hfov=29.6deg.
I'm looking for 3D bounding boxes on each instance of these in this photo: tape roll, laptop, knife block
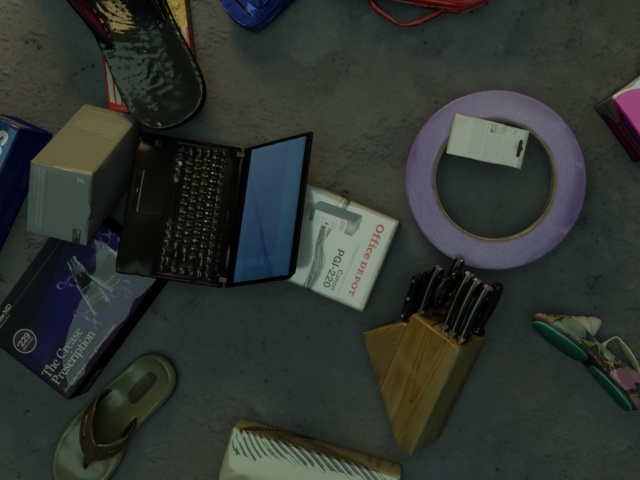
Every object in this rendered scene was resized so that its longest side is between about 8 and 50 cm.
[{"bbox_3d":[0.270,-0.093,1.880,0.275,0.090,0.274,0,92,6],"label":"tape roll"},{"bbox_3d":[-0.163,-0.057,1.838,0.264,0.136,0.234,9,73,-7],"label":"laptop"},{"bbox_3d":[0.195,0.171,1.838,0.242,0.088,0.275,-17,90,40],"label":"knife block"}]

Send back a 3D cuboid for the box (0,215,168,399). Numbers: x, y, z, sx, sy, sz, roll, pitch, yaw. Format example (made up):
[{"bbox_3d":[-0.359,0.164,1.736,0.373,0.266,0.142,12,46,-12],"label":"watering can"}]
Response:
[{"bbox_3d":[-0.387,0.095,1.946,0.184,0.103,0.261,37,95,6],"label":"box"}]

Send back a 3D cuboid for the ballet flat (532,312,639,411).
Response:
[{"bbox_3d":[0.430,0.171,1.887,0.221,0.077,0.079,42,77,-2],"label":"ballet flat"}]

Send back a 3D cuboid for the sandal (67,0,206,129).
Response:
[{"bbox_3d":[-0.319,-0.381,1.875,0.168,0.107,0.445,-33,86,5],"label":"sandal"}]

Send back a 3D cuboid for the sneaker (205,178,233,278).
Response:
[{"bbox_3d":[-0.183,-0.012,1.944,0.077,0.072,0.178,-22,77,11],"label":"sneaker"}]

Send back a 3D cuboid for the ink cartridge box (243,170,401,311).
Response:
[{"bbox_3d":[0.000,0.000,1.909,0.218,0.092,0.158,22,94,3],"label":"ink cartridge box"}]

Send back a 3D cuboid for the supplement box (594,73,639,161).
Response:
[{"bbox_3d":[0.492,-0.193,1.789,0.114,0.220,0.111,-35,88,5],"label":"supplement box"}]

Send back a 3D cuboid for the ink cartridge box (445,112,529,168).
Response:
[{"bbox_3d":[0.251,-0.148,1.822,0.115,0.029,0.062,13,92,4],"label":"ink cartridge box"}]

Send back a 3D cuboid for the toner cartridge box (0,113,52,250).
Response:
[{"bbox_3d":[-0.552,-0.032,1.926,0.075,0.165,0.347,26,93,6],"label":"toner cartridge box"}]

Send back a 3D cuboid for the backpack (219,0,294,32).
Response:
[{"bbox_3d":[-0.102,-0.395,1.905,0.120,0.101,0.098,-43,81,9],"label":"backpack"}]

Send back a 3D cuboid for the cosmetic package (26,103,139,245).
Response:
[{"bbox_3d":[-0.361,-0.105,1.856,0.107,0.238,0.127,14,117,6],"label":"cosmetic package"}]

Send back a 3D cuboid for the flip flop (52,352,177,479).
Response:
[{"bbox_3d":[-0.339,0.298,1.955,0.112,0.080,0.277,43,95,3],"label":"flip flop"}]

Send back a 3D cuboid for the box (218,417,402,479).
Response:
[{"bbox_3d":[-0.014,0.368,1.911,0.275,0.113,0.094,15,92,4],"label":"box"}]

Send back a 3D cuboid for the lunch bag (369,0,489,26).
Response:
[{"bbox_3d":[0.140,-0.462,1.875,0.293,0.120,0.258,10,96,7],"label":"lunch bag"}]

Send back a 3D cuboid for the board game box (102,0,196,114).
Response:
[{"bbox_3d":[-0.276,-0.305,1.950,0.147,0.045,0.193,-7,91,6],"label":"board game box"}]
